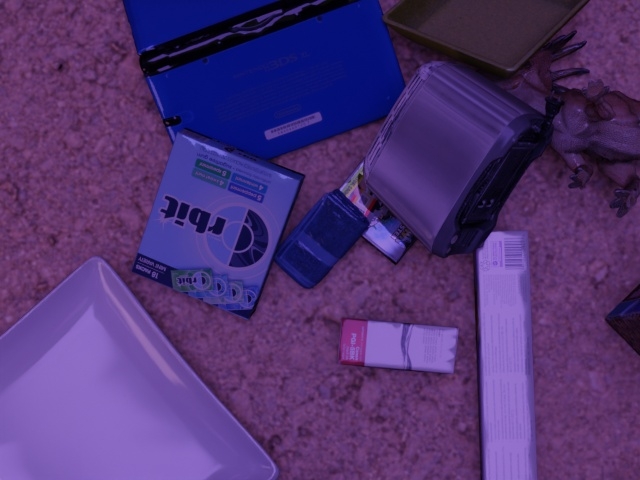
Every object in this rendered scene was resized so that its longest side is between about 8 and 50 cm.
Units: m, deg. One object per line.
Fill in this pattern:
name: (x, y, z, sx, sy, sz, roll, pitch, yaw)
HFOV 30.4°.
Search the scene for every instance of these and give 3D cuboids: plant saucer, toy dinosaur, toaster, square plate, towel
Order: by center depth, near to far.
toaster: (0.152, -0.102, 1.318, 0.146, 0.129, 0.227, 40, 114, 23)
plant saucer: (0.202, -0.265, 1.391, 0.188, 0.045, 0.188, 28, 58, 31)
toy dinosaur: (0.333, -0.143, 1.394, 0.296, 0.200, 0.127, 26, 117, -18)
square plate: (-0.285, 0.255, 1.407, 0.344, 0.049, 0.347, -40, 84, -1)
towel: (0.000, 0.000, 1.408, 0.067, 0.029, 0.119, 43, 112, 3)

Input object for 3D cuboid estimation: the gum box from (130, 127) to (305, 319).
gum box: (-0.123, -0.020, 1.402, 0.157, 0.041, 0.184, 22, 107, 3)

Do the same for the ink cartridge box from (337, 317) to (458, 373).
ink cartridge box: (0.090, 0.124, 1.380, 0.135, 0.099, 0.056, 5, 85, 3)

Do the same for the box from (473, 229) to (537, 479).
box: (0.217, 0.149, 1.391, 0.067, 0.063, 0.324, -2, 84, 3)

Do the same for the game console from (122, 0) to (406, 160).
game console: (-0.073, -0.250, 1.459, 0.293, 0.173, 0.250, -20, 115, 1)

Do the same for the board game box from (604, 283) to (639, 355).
board game box: (0.488, 0.034, 1.307, 0.291, 0.232, 0.141, -44, 85, -2)

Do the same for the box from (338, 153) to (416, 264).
box: (0.114, -0.085, 1.431, 0.114, 0.036, 0.207, 39, 87, 5)
